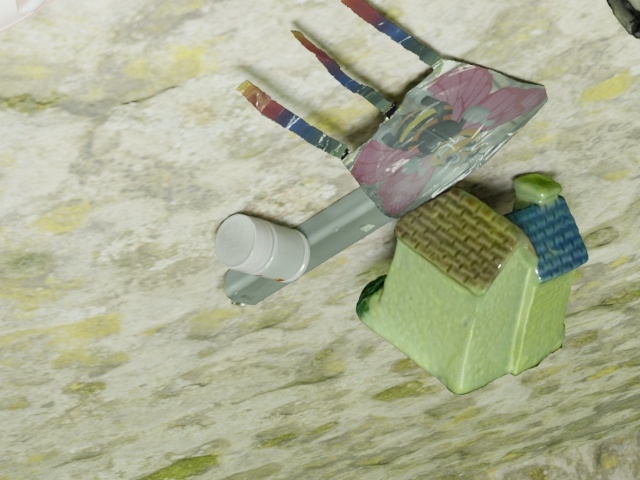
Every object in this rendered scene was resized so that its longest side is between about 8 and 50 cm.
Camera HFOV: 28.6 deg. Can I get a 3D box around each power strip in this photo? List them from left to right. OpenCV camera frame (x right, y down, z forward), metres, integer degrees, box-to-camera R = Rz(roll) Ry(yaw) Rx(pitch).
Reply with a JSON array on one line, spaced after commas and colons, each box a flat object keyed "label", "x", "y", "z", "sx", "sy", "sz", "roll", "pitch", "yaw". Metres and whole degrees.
[{"label": "power strip", "x": 0.000, "y": 0.000, "z": 1.307, "sx": 0.252, "sy": 0.027, "sz": 0.060, "roll": -32, "pitch": 151, "yaw": 26}]

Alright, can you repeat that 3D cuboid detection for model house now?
[{"label": "model house", "x": 0.174, "y": 0.020, "z": 1.346, "sx": 0.214, "sy": 0.195, "sz": 0.189, "roll": -17, "pitch": 134, "yaw": -38}]

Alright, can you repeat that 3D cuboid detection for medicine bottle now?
[{"label": "medicine bottle", "x": -0.057, "y": 0.009, "z": 1.251, "sx": 0.057, "sy": 0.057, "sz": 0.089, "roll": -32, "pitch": 152, "yaw": 27}]

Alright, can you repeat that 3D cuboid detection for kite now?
[{"label": "kite", "x": 0.068, "y": -0.109, "z": 1.111, "sx": 0.204, "sy": 0.022, "sz": 0.360, "roll": -40, "pitch": 149, "yaw": 20}]

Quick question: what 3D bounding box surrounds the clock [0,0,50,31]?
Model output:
[{"label": "clock", "x": -0.239, "y": -0.190, "z": 0.653, "sx": 0.227, "sy": 0.142, "sz": 0.241, "roll": -4, "pitch": 161, "yaw": -27}]

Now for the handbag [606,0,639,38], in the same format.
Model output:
[{"label": "handbag", "x": 0.321, "y": -0.308, "z": 0.749, "sx": 0.325, "sy": 0.162, "sz": 0.327, "roll": -19, "pitch": 149, "yaw": -3}]
